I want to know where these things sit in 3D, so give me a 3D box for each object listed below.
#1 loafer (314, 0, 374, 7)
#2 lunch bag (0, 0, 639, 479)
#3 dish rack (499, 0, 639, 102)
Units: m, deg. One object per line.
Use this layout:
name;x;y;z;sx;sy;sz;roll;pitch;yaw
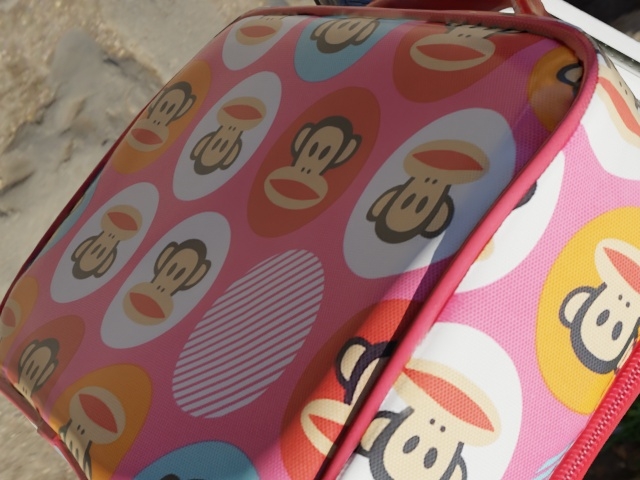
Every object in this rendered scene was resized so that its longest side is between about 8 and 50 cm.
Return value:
loafer;0.016;-0.323;1.370;0.109;0.095;0.302;-7;56;-23
lunch bag;0.000;0.000;0.445;0.120;0.293;0.258;38;83;-32
dish rack;0.213;-0.070;1.085;0.286;0.333;0.072;30;34;4
